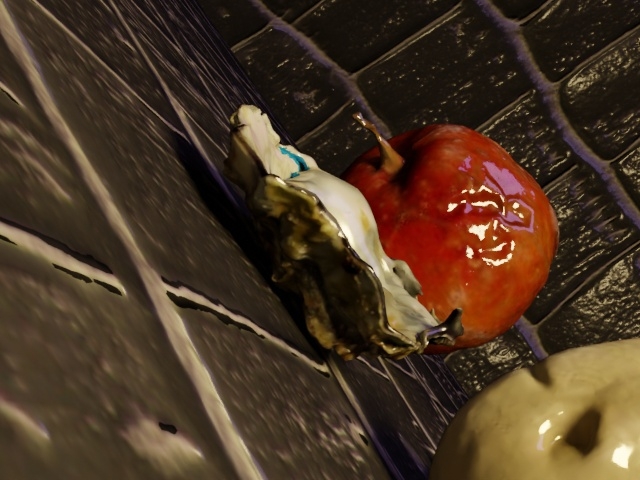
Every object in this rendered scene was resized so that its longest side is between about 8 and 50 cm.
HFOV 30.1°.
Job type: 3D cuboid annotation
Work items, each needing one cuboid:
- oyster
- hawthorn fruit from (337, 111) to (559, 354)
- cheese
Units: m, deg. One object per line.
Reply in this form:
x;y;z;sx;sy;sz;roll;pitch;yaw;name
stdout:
0.000;0.000;0.792;0.223;0.083;0.214;48;3;-25;oyster
0.103;-0.027;1.209;0.271;0.242;0.242;54;4;-23;hawthorn fruit
0.178;0.159;0.705;0.235;0.218;0.117;28;14;-31;cheese
